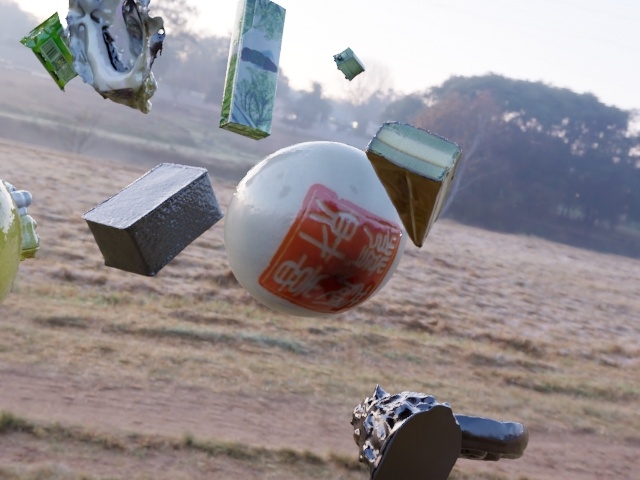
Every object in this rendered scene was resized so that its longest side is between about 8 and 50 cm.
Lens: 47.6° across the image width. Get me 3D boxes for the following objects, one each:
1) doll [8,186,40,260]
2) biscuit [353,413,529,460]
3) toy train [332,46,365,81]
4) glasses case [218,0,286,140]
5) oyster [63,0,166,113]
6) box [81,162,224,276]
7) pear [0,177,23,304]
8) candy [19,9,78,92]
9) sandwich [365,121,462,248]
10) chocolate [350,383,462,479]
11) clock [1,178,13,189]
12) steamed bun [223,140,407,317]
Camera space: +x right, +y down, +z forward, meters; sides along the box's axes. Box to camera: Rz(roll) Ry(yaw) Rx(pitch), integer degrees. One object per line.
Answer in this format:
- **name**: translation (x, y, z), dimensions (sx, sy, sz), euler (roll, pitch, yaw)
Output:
- **doll**: translation (-0.663, -0.037, 1.601), dimensions (0.062, 0.163, 0.106), euler (-7, 6, 12)
- **biscuit**: translation (0.277, 0.459, 1.702), dimensions (0.406, 0.091, 0.407), euler (6, -15, 2)
- **toy train**: translation (0.069, -0.426, 1.756), dimensions (0.056, 0.038, 0.093), euler (-29, -28, 16)
- **glasses case**: translation (-0.131, -0.343, 1.438), dimensions (0.095, 0.273, 0.062), euler (14, -15, -36)
- **oyster**: translation (-0.421, -0.446, 1.557), dimensions (0.237, 0.352, 0.115), euler (-6, 11, 18)
- **box**: translation (-0.389, -0.055, 1.719), dimensions (0.184, 0.143, 0.273), euler (10, 40, 38)
- **pear**: translation (-0.632, 0.003, 1.111), dimensions (0.348, 0.349, 0.348), euler (13, 6, -1)
- **candy**: translation (-0.573, -0.411, 1.586), dimensions (0.032, 0.102, 0.178), euler (32, -16, 19)
- **sandwich**: translation (0.122, -0.080, 1.034), dimensions (0.113, 0.079, 0.163), euler (27, -30, 14)
- **chocolate**: translation (0.138, 0.371, 1.383), dimensions (0.206, 0.224, 0.177), euler (24, 4, -41)
- **clock**: translation (-0.733, -0.087, 1.588), dimensions (0.041, 0.101, 0.135), euler (32, 4, 2)
- **steamed bun**: translation (0.000, 0.000, 1.420), dimensions (0.374, 0.375, 0.241), euler (11, 31, -22)
